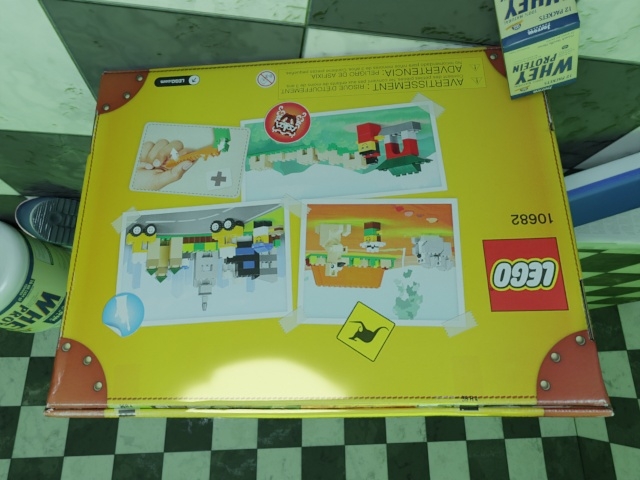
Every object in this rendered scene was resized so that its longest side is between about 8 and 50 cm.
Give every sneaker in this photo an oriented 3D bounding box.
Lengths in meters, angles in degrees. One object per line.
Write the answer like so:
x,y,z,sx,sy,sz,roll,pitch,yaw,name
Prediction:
-0.476,-0.022,0.900,0.130,0.112,0.319,9,167,31,sneaker

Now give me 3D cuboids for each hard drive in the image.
0.480,-0.079,0.697,0.318,0.041,0.210,-19,159,12,hard drive

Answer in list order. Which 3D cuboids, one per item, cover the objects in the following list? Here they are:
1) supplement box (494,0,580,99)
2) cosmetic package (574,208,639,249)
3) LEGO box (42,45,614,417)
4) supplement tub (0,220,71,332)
0.190,-0.189,0.372,0.056,0.084,0.083,-10,161,27,supplement box
0.583,-0.033,0.873,0.238,0.099,0.060,2,162,-6,cosmetic package
0.000,0.000,0.493,0.498,0.374,0.193,-1,163,4,LEGO box
-0.746,0.102,1.027,0.235,0.236,0.325,-1,163,1,supplement tub
